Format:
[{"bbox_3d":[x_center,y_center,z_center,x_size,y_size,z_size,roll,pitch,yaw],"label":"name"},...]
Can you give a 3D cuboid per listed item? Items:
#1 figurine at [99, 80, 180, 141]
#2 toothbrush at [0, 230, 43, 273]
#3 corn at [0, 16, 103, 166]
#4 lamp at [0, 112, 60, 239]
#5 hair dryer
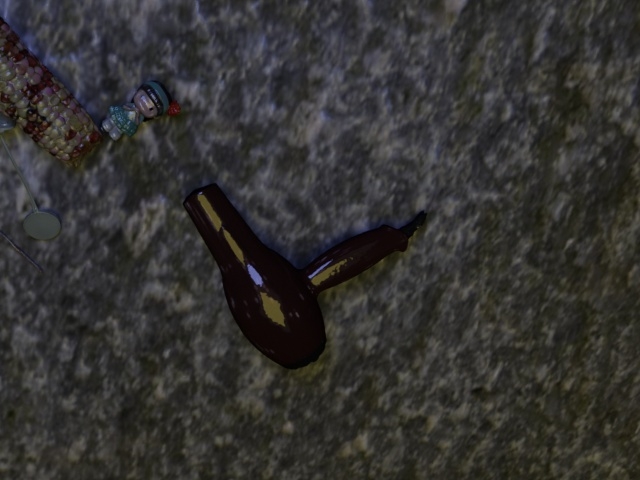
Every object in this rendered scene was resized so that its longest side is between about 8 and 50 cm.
[{"bbox_3d":[-0.248,-0.174,1.076,0.106,0.047,0.060,-32,99,9],"label":"figurine"},{"bbox_3d":[-0.441,0.015,1.146,0.008,0.006,0.097,-37,115,8],"label":"toothbrush"},{"bbox_3d":[-0.396,-0.208,1.009,0.092,0.092,0.280,-38,116,7],"label":"corn"},{"bbox_3d":[-0.414,-0.089,1.097,0.050,0.056,0.198,-14,127,-5],"label":"lamp"},{"bbox_3d":[0.000,0.000,1.189,0.340,0.123,0.312,-29,105,-9],"label":"hair dryer"}]
